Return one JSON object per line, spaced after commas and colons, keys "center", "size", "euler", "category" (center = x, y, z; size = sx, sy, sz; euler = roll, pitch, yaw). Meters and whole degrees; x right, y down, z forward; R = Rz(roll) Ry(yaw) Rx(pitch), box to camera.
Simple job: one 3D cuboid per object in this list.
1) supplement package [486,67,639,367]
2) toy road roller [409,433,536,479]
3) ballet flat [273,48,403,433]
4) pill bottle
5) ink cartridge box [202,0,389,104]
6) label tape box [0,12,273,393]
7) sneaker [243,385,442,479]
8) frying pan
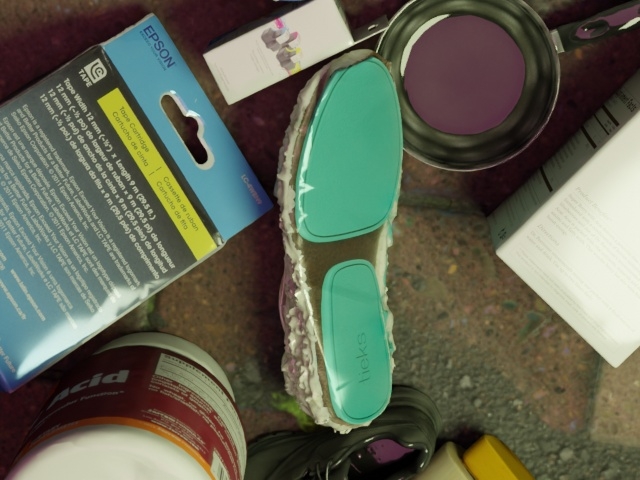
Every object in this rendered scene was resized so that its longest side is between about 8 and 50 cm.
{"center": [0.336, -0.048, 1.853], "size": [0.177, 0.175, 0.293], "euler": [44, 100, -7], "category": "supplement package"}
{"center": [0.220, 0.391, 1.977], "size": [0.202, 0.240, 0.329], "euler": [-44, 62, 11], "category": "toy road roller"}
{"center": [0.000, 0.000, 1.894], "size": [0.147, 0.147, 0.409], "euler": [1, 104, 1], "category": "ballet flat"}
{"center": [-0.190, 0.233, 1.821], "size": [0.224, 0.392, 0.224], "euler": [0, 103, 1], "category": "pill bottle"}
{"center": [-0.024, -0.211, 1.858], "size": [0.181, 0.104, 0.061], "euler": [-25, 103, 6], "category": "ink cartridge box"}
{"center": [-0.261, -0.041, 1.884], "size": [0.348, 0.115, 0.249], "euler": [-36, 102, -21], "category": "label tape box"}
{"center": [-0.002, 0.256, 1.958], "size": [0.286, 0.130, 0.109], "euler": [-31, 103, 9], "category": "sneaker"}
{"center": [0.197, -0.214, 1.880], "size": [0.326, 0.053, 0.197], "euler": [-43, 98, 9], "category": "frying pan"}
